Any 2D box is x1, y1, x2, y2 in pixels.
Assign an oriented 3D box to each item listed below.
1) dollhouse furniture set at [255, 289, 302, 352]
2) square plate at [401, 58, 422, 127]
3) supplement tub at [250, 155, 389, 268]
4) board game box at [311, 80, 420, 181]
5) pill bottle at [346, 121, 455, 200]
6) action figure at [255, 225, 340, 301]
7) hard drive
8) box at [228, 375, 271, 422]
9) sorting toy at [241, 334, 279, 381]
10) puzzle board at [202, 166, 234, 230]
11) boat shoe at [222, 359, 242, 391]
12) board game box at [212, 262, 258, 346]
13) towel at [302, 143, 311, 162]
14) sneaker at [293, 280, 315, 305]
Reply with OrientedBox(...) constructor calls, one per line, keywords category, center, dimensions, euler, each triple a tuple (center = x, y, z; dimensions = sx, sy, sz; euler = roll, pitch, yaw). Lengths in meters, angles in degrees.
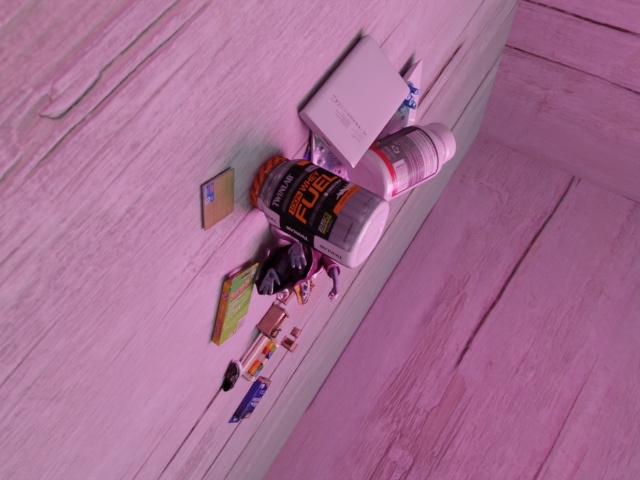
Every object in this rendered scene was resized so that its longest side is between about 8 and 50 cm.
OrientedBox(category="dollhouse furniture set", center=(-0.111, 0.295, 1.692), dimensions=(0.181, 0.161, 0.101), euler=(-53, 161, -19))
OrientedBox(category="square plate", center=(0.277, -0.461, 1.773), dimensions=(0.347, 0.049, 0.344), euler=(-55, 160, -18))
OrientedBox(category="supplement tub", center=(-0.006, -0.081, 1.161), dimensions=(0.193, 0.316, 0.193), euler=(-51, 159, -29))
OrientedBox(category="board game box", center=(0.139, -0.260, 1.446), dimensions=(0.390, 0.050, 0.389), euler=(-27, 140, -28))
OrientedBox(category="pill bottle", center=(0.250, -0.240, 1.384), dimensions=(0.319, 0.176, 0.176), euler=(-29, 148, -26))
OrientedBox(category="action figure", center=(-0.072, 0.069, 1.494), dimensions=(0.370, 0.248, 0.275), euler=(-11, 95, -69))
OrientedBox(category="hard drive", center=(0.100, -0.375, 1.248), dimensions=(0.203, 0.040, 0.307), euler=(45, 69, -25))
OrientedBox(category="box", center=(-0.300, 0.693, 1.990), dimensions=(0.225, 0.037, 0.136), euler=(-56, 161, -11))
OrientedBox(category="sorting toy", center=(-0.231, 0.462, 1.820), dimensions=(0.193, 0.038, 0.208), euler=(-54, 160, -19))
OrientedBox(category="puzzle board", center=(-0.230, -0.093, 1.038), dimensions=(0.096, 0.011, 0.128), euler=(-42, 154, -41))
OrientedBox(category="boat shoe", center=(-0.310, 0.479, 1.622), dimensions=(0.040, 0.049, 0.142), euler=(-33, 150, -54))
OrientedBox(category="board game box", center=(-0.250, 0.183, 1.359), dimensions=(0.124, 0.039, 0.259), euler=(-36, 152, -53))
OrientedBox(category="towel", center=(-0.034, -0.238, 1.340), dimensions=(0.060, 0.010, 0.083), euler=(-16, 133, -64))
OrientedBox(category="sneaker", center=(-0.060, 0.176, 1.735), dimensions=(0.083, 0.084, 0.214), euler=(-21, 151, -9))
